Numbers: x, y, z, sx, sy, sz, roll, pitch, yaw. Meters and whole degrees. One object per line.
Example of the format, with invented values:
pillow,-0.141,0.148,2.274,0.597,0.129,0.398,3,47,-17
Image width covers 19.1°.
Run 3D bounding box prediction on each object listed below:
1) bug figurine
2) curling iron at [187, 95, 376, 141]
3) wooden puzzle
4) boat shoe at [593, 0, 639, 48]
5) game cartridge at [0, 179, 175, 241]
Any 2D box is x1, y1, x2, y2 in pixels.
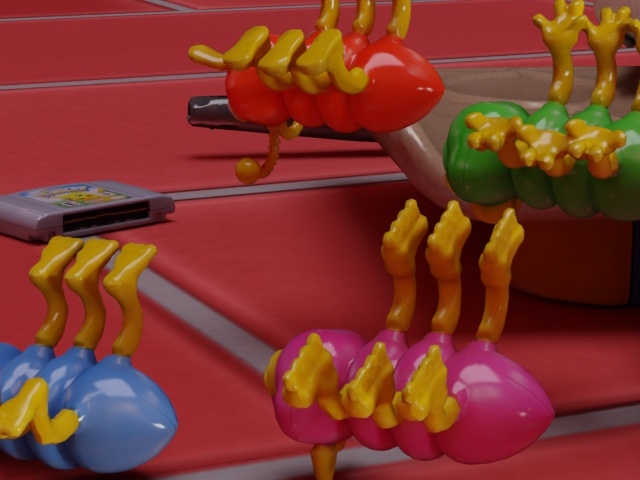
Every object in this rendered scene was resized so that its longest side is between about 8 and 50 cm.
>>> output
bug figurine,0.000,0.000,0.627,0.216,0.072,0.279,7,40,31
curling iron,0.055,-0.072,1.133,0.274,0.035,0.068,-3,10,-17
wooden puzzle,0.177,-0.033,0.898,0.348,0.080,0.322,3,13,-8
boat shoe,0.194,-0.152,1.038,0.084,0.095,0.258,12,12,10
game cartridge,-0.120,-0.016,0.931,0.083,0.017,0.056,-11,14,-41
